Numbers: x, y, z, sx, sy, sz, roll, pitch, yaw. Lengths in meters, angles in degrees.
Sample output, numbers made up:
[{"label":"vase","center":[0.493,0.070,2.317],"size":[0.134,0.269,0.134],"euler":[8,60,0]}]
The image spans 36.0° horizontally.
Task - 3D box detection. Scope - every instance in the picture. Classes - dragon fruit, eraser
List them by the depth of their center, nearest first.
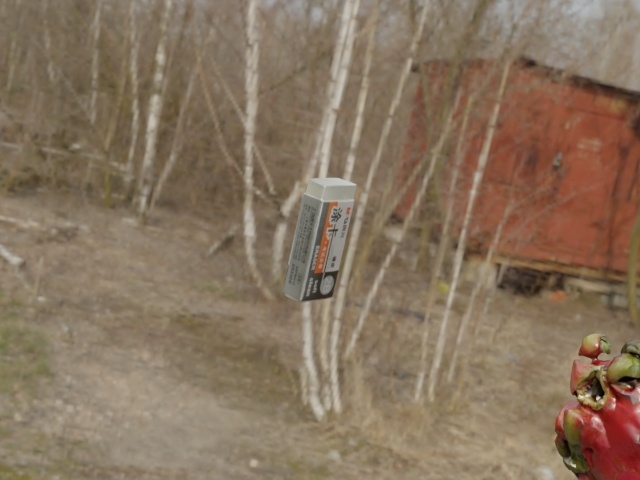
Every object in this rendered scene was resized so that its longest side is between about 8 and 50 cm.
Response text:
[{"label":"dragon fruit","center":[0.281,0.157,0.808],"size":[0.172,0.166,0.160],"euler":[26,40,-30]},{"label":"eraser","center":[0.000,0.000,0.970],"size":[0.029,0.122,0.052],"euler":[23,18,37]}]
